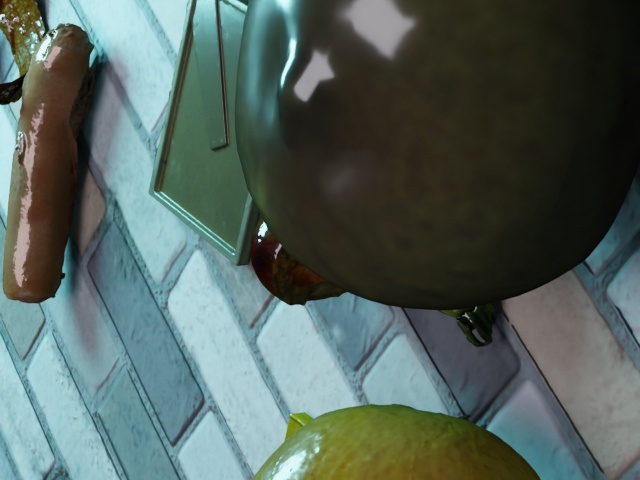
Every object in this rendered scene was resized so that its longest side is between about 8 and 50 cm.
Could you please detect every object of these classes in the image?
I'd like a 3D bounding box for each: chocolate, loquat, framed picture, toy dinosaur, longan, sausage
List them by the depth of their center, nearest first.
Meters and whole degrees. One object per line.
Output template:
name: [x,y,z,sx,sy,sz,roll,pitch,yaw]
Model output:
longan: [0.092,-0.123,1.400,0.361,0.361,0.360,5,97,52]
loquat: [0.065,0.259,1.535,0.275,0.275,0.274,5,97,52]
chocolate: [0.000,0.000,1.686,0.127,0.133,0.124,16,102,48]
framed picture: [-0.102,-0.123,1.902,0.184,0.016,0.250,35,119,46]
sausage: [-0.308,-0.087,2.122,0.087,0.079,0.326,35,118,58]
toy dinosaur: [-0.407,-0.301,2.208,0.207,0.113,0.327,-19,76,51]

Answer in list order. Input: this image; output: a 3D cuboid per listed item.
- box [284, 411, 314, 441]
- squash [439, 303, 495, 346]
box: [-0.014,0.252,1.811,0.087,0.023,0.155,36,120,48]
squash: [0.076,-0.054,1.630,0.080,0.071,0.318,-51,54,42]
